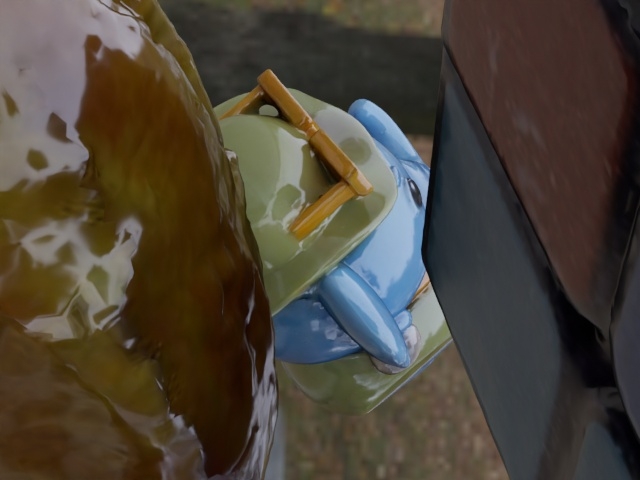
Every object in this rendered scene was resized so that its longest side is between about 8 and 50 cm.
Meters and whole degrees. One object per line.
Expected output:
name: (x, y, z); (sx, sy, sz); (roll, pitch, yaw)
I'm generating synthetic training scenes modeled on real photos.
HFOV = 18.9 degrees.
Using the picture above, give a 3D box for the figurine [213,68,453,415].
figurine: (-0.002, 0.003, 1.082); (0.262, 0.154, 0.180); (43, 34, -72)

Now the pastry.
pastry: (-0.173, 0.028, 0.641); (0.356, 0.356, 0.163); (91, -1, -49)

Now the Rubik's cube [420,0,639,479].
Rubik's cube: (0.232, 0.004, 0.647); (0.316, 0.313, 0.318); (92, -18, -54)
